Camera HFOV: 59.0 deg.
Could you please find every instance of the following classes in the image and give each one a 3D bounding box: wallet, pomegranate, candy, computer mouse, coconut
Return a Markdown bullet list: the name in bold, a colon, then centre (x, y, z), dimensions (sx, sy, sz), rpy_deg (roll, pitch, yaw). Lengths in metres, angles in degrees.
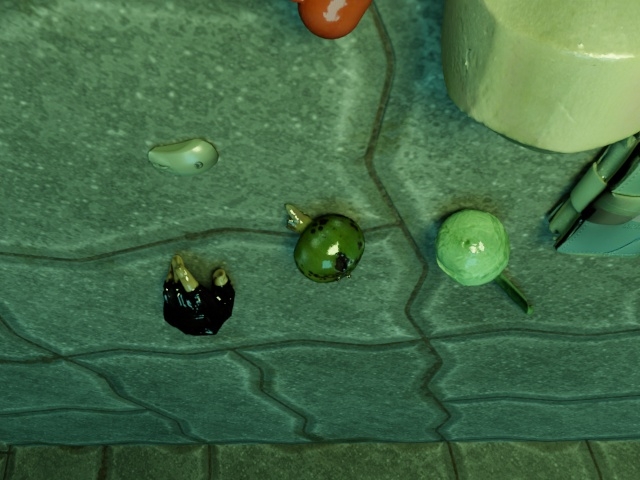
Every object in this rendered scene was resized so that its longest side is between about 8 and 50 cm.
- **wallet**: centre (0.454, -0.063, 0.802), dimensions (0.176, 0.075, 0.250), rpy_deg (4, 147, -9)
- **pomegranate**: centre (0.000, 0.000, 0.924), dimensions (0.161, 0.122, 0.122), rpy_deg (42, 146, 9)
- **candy**: centre (0.319, 0.070, 1.015), dimensions (0.119, 0.119, 0.440), rpy_deg (-16, 150, 27)
- **computer mouse**: centre (-0.202, -0.114, 0.817), dimensions (0.110, 0.032, 0.056), rpy_deg (-6, 146, 15)
- **coconut**: centre (0.214, -0.197, 0.485), dimensions (0.241, 0.241, 0.241), rpy_deg (2, 147, 1)

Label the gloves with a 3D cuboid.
- **gloves**: centre (-0.248, 0.109, 1.107), dimensions (0.164, 0.124, 0.203), rpy_deg (-21, 152, 3)

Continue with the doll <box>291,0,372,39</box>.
- **doll**: centre (0.044, -0.290, 0.429), dimensions (0.161, 0.130, 0.290), rpy_deg (8, 135, -32)
